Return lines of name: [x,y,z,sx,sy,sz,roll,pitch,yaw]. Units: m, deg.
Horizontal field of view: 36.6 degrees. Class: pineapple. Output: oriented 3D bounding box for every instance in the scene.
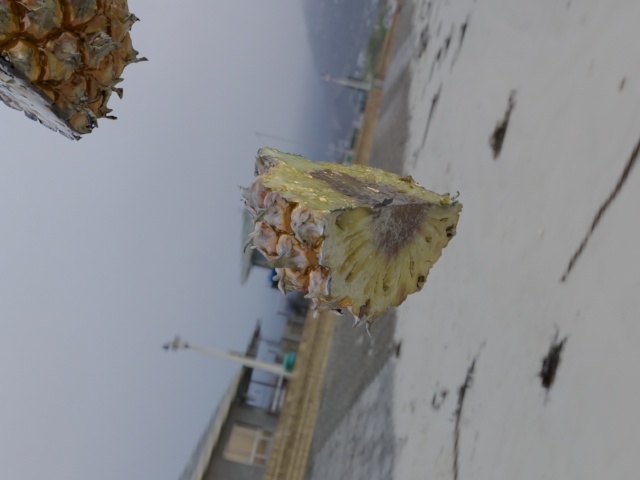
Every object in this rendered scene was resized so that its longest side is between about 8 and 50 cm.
pineapple: [-0.177,-0.160,0.594,0.137,0.176,0.161,-59,5,-8]
pineapple: [-0.003,-0.001,1.391,0.344,0.286,0.209,-7,-67,-48]
